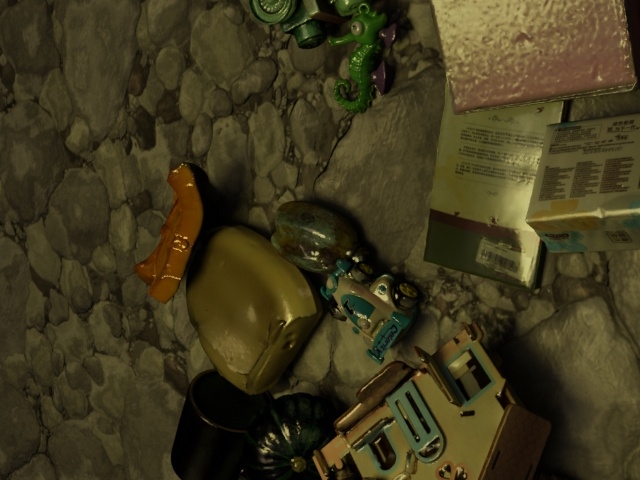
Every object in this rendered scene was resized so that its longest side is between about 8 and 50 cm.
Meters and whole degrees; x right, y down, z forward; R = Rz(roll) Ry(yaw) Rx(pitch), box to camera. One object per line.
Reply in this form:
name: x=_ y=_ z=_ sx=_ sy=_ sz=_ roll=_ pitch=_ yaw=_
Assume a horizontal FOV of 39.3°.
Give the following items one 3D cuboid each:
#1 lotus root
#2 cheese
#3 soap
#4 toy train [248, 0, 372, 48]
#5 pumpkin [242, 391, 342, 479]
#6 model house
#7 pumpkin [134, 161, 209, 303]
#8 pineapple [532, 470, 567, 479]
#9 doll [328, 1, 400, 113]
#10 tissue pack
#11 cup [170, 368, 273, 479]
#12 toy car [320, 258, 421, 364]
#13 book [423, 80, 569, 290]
lotus root: x=0.000 y=0.000 z=1.520 sx=0.192 sy=0.088 sz=0.113 roll=22 pitch=104 yaw=26
cheese: x=-0.142 y=0.106 z=1.640 sx=0.316 sy=0.128 sz=0.260 roll=46 pitch=110 yaw=32
soap: x=0.288 y=-0.274 z=1.193 sx=0.259 sy=0.081 sz=0.181 roll=-4 pitch=111 yaw=34
toy train: x=-0.016 y=-0.477 z=1.456 sx=0.221 sy=0.150 sz=0.304 roll=-19 pitch=89 yaw=28
pumpkin: x=-0.038 y=0.357 z=1.533 sx=0.194 sy=0.150 sz=0.194 roll=3 pitch=101 yaw=17
model house: x=0.163 y=0.306 z=1.264 sx=0.326 sy=0.169 sz=0.244 roll=-42 pitch=49 yaw=14
pumpkin: x=-0.271 y=-0.017 z=1.663 sx=0.290 sy=0.095 sz=0.258 roll=-155 pitch=82 yaw=-77
pineapple: x=0.281 y=0.372 z=1.306 sx=0.221 sy=0.103 sz=0.083 roll=-5 pitch=57 yaw=43
doll: x=0.065 y=-0.291 z=1.446 sx=0.115 sy=0.050 sz=0.190 roll=19 pitch=124 yaw=20
tissue pack: x=0.405 y=-0.063 z=1.142 sx=0.229 sy=0.145 sz=0.159 roll=-4 pitch=59 yaw=41
cup: x=-0.169 y=0.382 z=1.662 sx=0.239 sy=0.166 sz=0.177 roll=43 pitch=124 yaw=31
toy car: x=0.072 y=0.109 z=1.437 sx=0.161 sy=0.098 sz=0.126 roll=33 pitch=118 yaw=3
book: x=0.254 y=-0.087 z=1.328 sx=0.201 sy=0.026 sz=0.290 roll=17 pitch=105 yaw=39
